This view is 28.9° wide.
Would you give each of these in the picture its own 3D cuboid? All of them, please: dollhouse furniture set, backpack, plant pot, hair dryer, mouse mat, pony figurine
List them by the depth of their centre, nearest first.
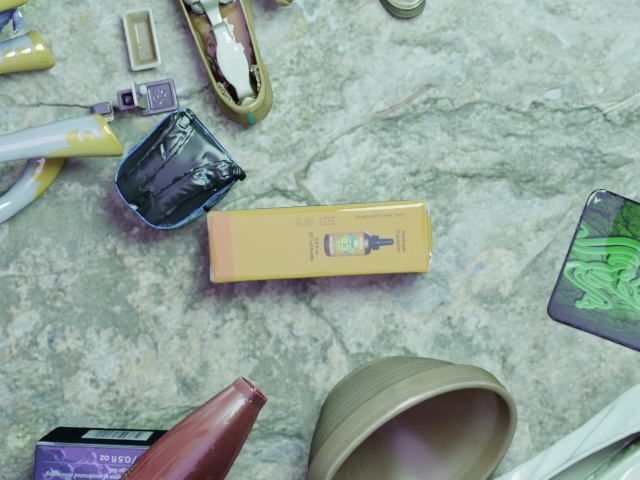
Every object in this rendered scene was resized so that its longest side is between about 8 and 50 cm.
[{"bbox_3d":[-0.100,0.273,1.238,0.224,0.080,0.293,-2,107,-24],"label":"hair dryer"},{"bbox_3d":[-0.439,-0.125,1.250,0.363,0.303,0.351,-33,99,-13],"label":"pony figurine"},{"bbox_3d":[0.074,0.198,1.274,0.237,0.237,0.110,-39,51,2],"label":"plant pot"},{"bbox_3d":[-0.152,-0.068,1.312,0.114,0.084,0.105,-42,90,-3],"label":"backpack"},{"bbox_3d":[-0.209,-0.189,1.313,0.091,0.081,0.114,-10,91,1],"label":"dollhouse furniture set"},{"bbox_3d":[0.356,0.044,1.342,0.190,0.007,0.152,20,91,2],"label":"mouse mat"}]

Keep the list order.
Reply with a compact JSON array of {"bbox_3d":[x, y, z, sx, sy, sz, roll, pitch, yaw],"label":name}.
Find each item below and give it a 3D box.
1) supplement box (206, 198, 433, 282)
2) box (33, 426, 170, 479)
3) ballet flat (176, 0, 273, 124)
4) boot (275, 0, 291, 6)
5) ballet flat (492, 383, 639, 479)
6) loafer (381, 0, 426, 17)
[{"bbox_3d":[0.000,0.000,1.315,0.233,0.080,0.078,-3,92,3],"label":"supplement box"},{"bbox_3d":[-0.218,0.306,1.308,0.153,0.108,0.207,1,90,1],"label":"box"},{"bbox_3d":[-0.105,-0.236,1.315,0.080,0.073,0.232,-22,90,1],"label":"ballet flat"},{"bbox_3d":[0.023,-0.403,1.278,0.211,0.104,0.295,-9,83,16],"label":"boot"},{"bbox_3d":[0.242,0.294,1.284,0.400,0.139,0.139,-39,90,2],"label":"ballet flat"},{"bbox_3d":[0.073,-0.308,1.321,0.056,0.050,0.148,-21,90,2],"label":"loafer"}]
